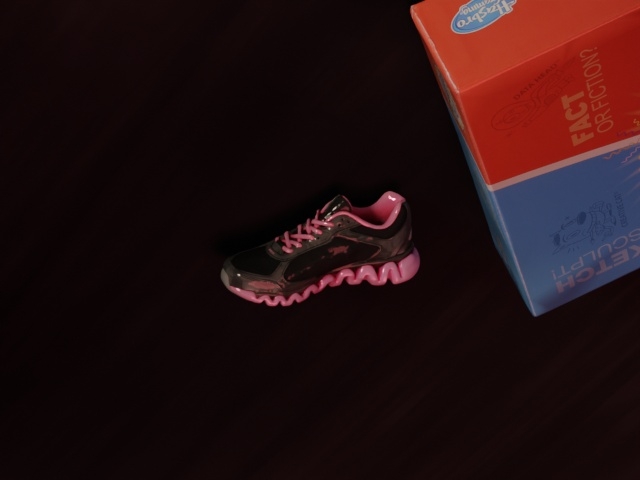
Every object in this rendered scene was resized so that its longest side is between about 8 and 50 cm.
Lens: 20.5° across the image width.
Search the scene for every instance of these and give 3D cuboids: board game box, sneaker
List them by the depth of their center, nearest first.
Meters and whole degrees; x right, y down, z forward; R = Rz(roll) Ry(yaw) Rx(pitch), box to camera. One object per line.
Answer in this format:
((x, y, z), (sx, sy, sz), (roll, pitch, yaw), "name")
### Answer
((0.227, -0.102, 0.967), (0.316, 0.064, 0.242), (-26, 146, 2), "board game box")
((0.000, 0.000, 0.997), (0.119, 0.047, 0.057), (-12, 125, -20), "sneaker")
